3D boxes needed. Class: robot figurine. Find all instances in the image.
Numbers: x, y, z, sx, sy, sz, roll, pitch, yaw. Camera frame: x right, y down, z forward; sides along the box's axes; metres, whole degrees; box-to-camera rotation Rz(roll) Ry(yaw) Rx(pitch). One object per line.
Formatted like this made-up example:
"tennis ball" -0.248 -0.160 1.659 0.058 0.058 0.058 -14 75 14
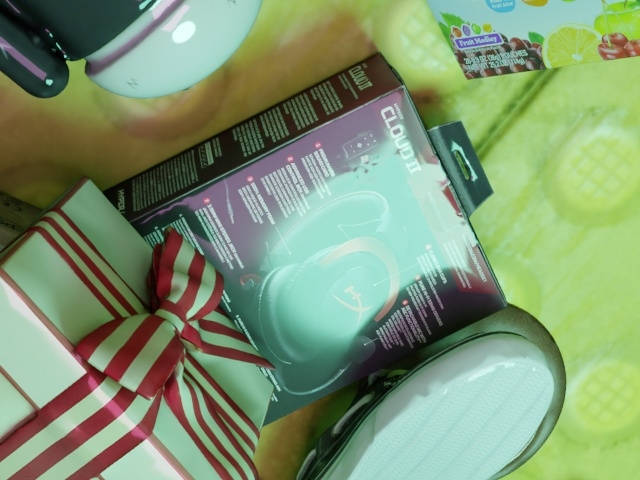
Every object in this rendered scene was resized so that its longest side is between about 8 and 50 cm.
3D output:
"robot figurine" -0.166 -0.229 1.024 0.209 0.173 0.278 -38 113 19

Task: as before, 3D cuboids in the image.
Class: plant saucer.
"plant saucer" 0.132 0.148 1.295 0.199 0.036 0.198 -3 111 -8

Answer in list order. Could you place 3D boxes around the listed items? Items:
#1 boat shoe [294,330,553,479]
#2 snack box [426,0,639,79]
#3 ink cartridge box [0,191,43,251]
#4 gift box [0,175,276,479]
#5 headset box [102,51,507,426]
"boat shoe" 0.060 0.163 1.200 0.121 0.119 0.335 25 128 -26
"snack box" 0.163 -0.217 1.064 0.070 0.207 0.174 -47 119 -33
"ink cartridge box" -0.349 0.030 1.143 0.235 0.088 0.193 24 105 -18
"gift box" -0.172 0.131 1.015 0.258 0.255 0.276 -39 105 16
"headset box" 0.000 0.000 1.172 0.293 0.110 0.218 -27 113 3
